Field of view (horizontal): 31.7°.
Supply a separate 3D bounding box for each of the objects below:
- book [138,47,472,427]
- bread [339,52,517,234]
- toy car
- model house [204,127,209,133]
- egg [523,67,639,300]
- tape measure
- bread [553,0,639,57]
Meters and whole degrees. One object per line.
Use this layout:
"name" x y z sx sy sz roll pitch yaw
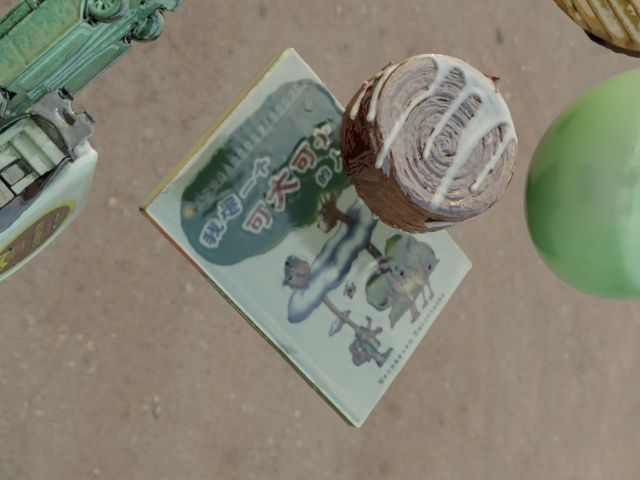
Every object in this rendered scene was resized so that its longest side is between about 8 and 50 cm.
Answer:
"book" 0.000 0.000 1.288 0.371 0.043 0.260 47 66 -23
"bread" 0.096 -0.089 1.000 0.160 0.073 0.160 5 75 -21
"toy car" -0.306 -0.212 1.269 0.097 0.321 0.141 54 10 13
"model house" -0.075 -0.091 1.715 0.206 0.271 0.178 24 32 -36
"egg" 0.333 -0.063 1.176 0.269 0.220 0.220 -53 144 -15
"tape measure" -0.342 -0.044 1.183 0.207 0.115 0.235 -39 177 -24
"bread" 0.187 -0.202 0.586 0.104 0.199 0.199 33 65 -47
